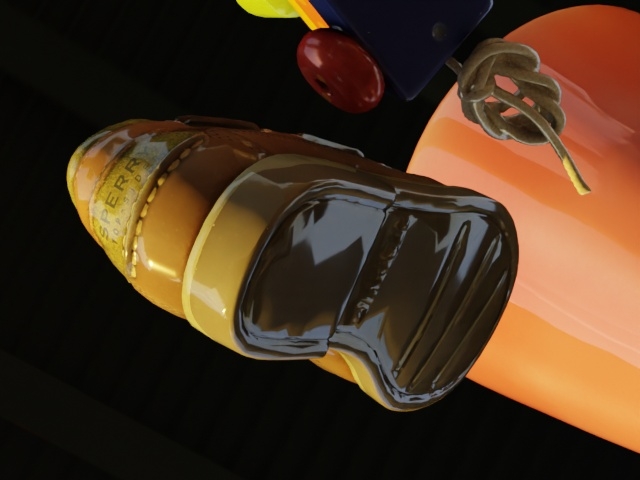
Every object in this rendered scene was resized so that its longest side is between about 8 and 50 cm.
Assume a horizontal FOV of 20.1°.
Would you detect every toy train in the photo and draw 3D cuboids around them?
[{"bbox_3d":[0.011,-0.111,0.812,0.105,0.143,0.248,-49,-58,-12],"label":"toy train"}]

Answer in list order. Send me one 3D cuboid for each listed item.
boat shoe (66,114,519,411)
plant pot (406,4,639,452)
[{"bbox_3d":[0.000,0.000,0.814,0.104,0.307,0.110,28,-91,26],"label":"boat shoe"},{"bbox_3d":[0.219,0.015,1.134,0.275,0.243,0.275,-13,-62,-26],"label":"plant pot"}]
